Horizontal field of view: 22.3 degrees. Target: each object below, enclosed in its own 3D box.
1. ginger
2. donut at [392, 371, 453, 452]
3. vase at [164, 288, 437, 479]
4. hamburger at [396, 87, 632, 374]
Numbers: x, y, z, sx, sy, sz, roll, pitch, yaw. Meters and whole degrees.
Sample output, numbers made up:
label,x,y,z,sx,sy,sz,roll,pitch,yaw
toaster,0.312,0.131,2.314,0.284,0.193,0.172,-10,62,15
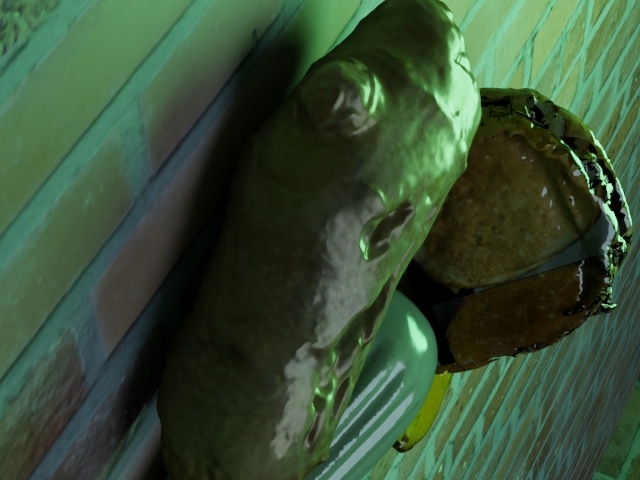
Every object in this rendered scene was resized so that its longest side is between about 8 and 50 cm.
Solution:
label,x,y,z,sx,sy,sz,roll,pitch,yaw
ginger,0.000,0.000,1.007,0.190,0.126,0.354,50,61,-72
donut,0.072,0.102,1.433,0.178,0.065,0.162,30,76,-71
vase,-0.027,0.134,1.095,0.248,0.128,0.128,-50,155,-25
hamburger,0.111,-0.013,1.186,0.107,0.231,0.231,-59,163,-62
